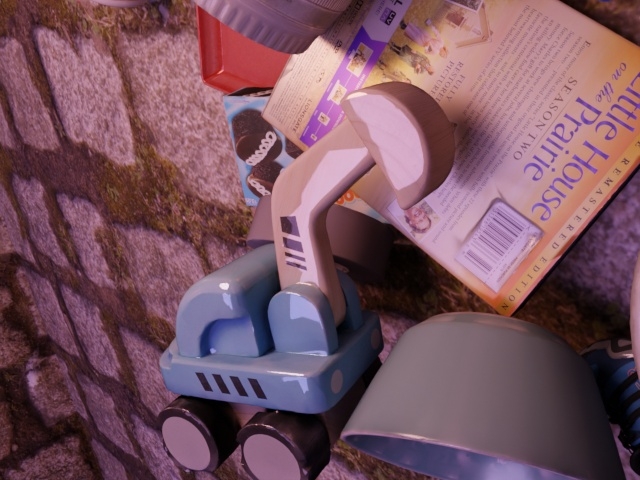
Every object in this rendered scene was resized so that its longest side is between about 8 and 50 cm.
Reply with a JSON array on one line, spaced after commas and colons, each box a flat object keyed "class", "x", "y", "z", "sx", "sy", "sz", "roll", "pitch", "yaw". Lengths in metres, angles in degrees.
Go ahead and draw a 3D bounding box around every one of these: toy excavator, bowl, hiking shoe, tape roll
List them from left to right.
[{"class": "toy excavator", "x": -0.035, "y": 0.062, "z": 0.746, "sx": 0.433, "sy": 0.222, "sz": 0.445, "roll": -3, "pitch": 108, "yaw": 32}, {"class": "tape roll", "x": 0.000, "y": 0.000, "z": 0.936, "sx": 0.219, "sy": 0.219, "sz": 0.072, "roll": 3, "pitch": 73, "yaw": 46}, {"class": "bowl", "x": 0.194, "y": 0.191, "z": 0.711, "sx": 0.311, "sy": 0.163, "sz": 0.311, "roll": 14, "pitch": 156, "yaw": 6}, {"class": "hiking shoe", "x": 0.360, "y": 0.188, "z": 0.669, "sx": 0.113, "sy": 0.132, "sz": 0.304, "roll": 52, "pitch": 165, "yaw": -5}]

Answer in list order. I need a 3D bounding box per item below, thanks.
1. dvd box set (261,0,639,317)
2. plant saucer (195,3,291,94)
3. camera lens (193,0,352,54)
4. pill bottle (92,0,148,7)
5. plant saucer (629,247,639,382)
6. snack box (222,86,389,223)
[{"class": "dvd box set", "x": 0.150, "y": -0.159, "z": 0.712, "sx": 0.420, "sy": 0.062, "sz": 0.308, "roll": 41, "pitch": 117, "yaw": 21}, {"class": "plant saucer", "x": -0.097, "y": -0.342, "z": 0.954, "sx": 0.259, "sy": 0.047, "sz": 0.258, "roll": 28, "pitch": 132, "yaw": 32}, {"class": "camera lens", "x": -0.020, "y": -0.363, "z": 0.621, "sx": 0.219, "sy": 0.219, "sz": 0.274, "roll": 48, "pitch": 119, "yaw": 14}, {"class": "pill bottle", "x": -0.338, "y": -0.540, "z": 1.004, "sx": 0.153, "sy": 0.153, "sz": 0.265, "roll": 44, "pitch": 138, "yaw": 19}, {"class": "plant saucer", "x": 0.447, "y": 0.059, "z": 0.477, "sx": 0.400, "sy": 0.100, "sz": 0.400, "roll": 0, "pitch": 90, "yaw": 11}, {"class": "snack box", "x": 0.013, "y": -0.129, "z": 0.907, "sx": 0.322, "sy": 0.060, "sz": 0.187, "roll": 8, "pitch": 122, "yaw": 30}]
